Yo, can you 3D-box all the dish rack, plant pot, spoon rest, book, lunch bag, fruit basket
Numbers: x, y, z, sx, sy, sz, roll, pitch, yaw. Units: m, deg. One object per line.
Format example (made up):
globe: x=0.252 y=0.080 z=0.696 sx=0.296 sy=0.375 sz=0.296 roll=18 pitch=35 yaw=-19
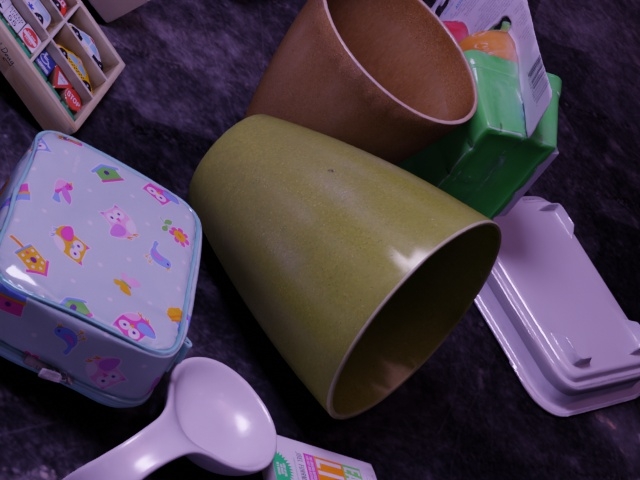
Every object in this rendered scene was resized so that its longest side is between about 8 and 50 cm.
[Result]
dish rack: x=0.315 y=0.070 z=2.343 sx=0.285 sy=0.072 sz=0.333 roll=-5 pitch=59 yaw=-50
plant pot: x=0.017 y=-0.158 z=2.067 sx=0.237 sy=0.254 sz=0.237 roll=31 pitch=36 yaw=-25
spoon rest: x=-0.133 y=0.193 z=1.685 sx=0.137 sy=0.084 sz=0.276 roll=52 pitch=34 yaw=7
book: x=0.001 y=0.262 z=1.819 sx=0.144 sy=0.035 sz=0.096 roll=21 pitch=38 yaw=-33
plant pot: x=0.000 y=0.000 z=1.913 sx=0.293 sy=0.275 sz=0.274 roll=40 pitch=30 yaw=20
lunch bag: x=-0.227 y=0.033 z=1.702 sx=0.224 sy=0.108 sz=0.279 roll=30 pitch=33 yaw=-17
fruit basket: x=0.191 y=-0.194 z=2.242 sx=0.165 sy=0.327 sz=0.353 roll=19 pitch=42 yaw=-21

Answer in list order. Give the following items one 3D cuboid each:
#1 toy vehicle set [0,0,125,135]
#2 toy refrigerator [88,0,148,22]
toy vehicle set: x=-0.329 y=-0.257 z=1.902 sx=0.267 sy=0.035 sz=0.166 roll=56 pitch=29 yaw=-21
toy refrigerator: x=-0.284 y=-0.372 z=1.992 sx=0.102 sy=0.094 sz=0.269 roll=65 pitch=7 yaw=30
